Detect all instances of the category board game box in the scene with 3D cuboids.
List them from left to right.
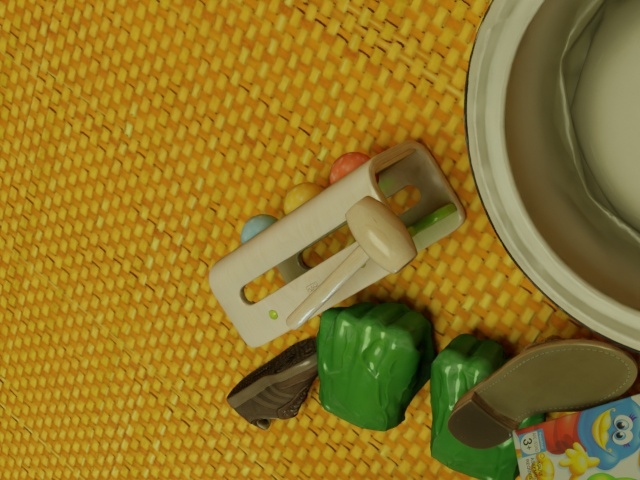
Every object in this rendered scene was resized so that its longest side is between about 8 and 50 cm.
[{"bbox_3d":[0.341,0.218,1.057,0.275,0.144,0.142,-24,59,32],"label":"board game box"}]

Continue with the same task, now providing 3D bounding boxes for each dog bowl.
[{"bbox_3d":[0.336,-0.105,0.979,0.408,0.150,0.408,14,116,31],"label":"dog bowl"}]

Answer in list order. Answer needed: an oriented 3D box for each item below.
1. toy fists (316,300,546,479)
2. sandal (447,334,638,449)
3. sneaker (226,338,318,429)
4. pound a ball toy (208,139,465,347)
[{"bbox_3d":[0.120,0.153,1.278,0.279,0.096,0.142,22,126,26],"label":"toy fists"},{"bbox_3d":[0.217,0.127,1.131,0.088,0.079,0.240,40,137,-10],"label":"sandal"},{"bbox_3d":[-0.038,0.181,1.432,0.071,0.066,0.188,47,136,-11],"label":"sneaker"},{"bbox_3d":[0.000,0.000,1.225,0.319,0.208,0.136,-33,88,40],"label":"pound a ball toy"}]
